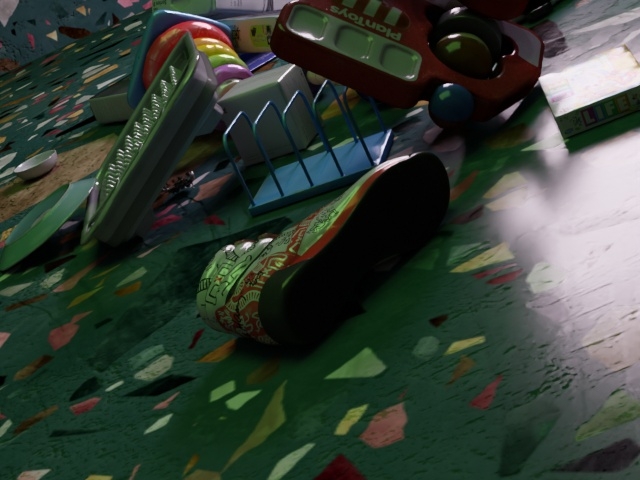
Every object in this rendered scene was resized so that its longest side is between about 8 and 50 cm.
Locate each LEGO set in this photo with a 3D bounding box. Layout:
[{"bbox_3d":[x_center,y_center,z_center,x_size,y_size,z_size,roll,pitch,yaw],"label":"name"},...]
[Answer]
[{"bbox_3d":[-0.199,-0.075,1.673,0.054,0.023,0.083,-31,7,-22],"label":"LEGO set"}]

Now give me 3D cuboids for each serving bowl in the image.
[{"bbox_3d":[-0.508,-0.132,2.162,0.083,0.027,0.083,-23,19,8],"label":"serving bowl"}]

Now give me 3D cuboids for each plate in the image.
[{"bbox_3d":[-0.395,-0.031,1.709,0.188,0.024,0.188,-37,19,14],"label":"plate"}]

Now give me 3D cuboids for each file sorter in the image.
[{"bbox_3d":[-0.015,-0.121,1.440,0.170,0.104,0.118,-17,22,19],"label":"file sorter"}]

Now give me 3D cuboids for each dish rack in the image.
[{"bbox_3d":[-0.220,-0.133,1.625,0.285,0.072,0.333,-57,17,10],"label":"dish rack"}]

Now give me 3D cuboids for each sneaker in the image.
[{"bbox_3d":[-0.001,-0.001,1.140,0.145,0.090,0.270,0,34,45],"label":"sneaker"}]

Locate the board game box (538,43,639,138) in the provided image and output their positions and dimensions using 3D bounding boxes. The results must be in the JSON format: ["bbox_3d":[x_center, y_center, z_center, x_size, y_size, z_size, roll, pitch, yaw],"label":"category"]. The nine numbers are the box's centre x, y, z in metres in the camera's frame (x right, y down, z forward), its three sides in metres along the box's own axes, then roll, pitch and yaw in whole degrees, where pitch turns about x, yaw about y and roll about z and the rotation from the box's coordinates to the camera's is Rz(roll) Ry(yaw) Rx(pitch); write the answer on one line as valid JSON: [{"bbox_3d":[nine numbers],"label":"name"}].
[{"bbox_3d":[0.295,-0.162,1.290,0.103,0.026,0.154,-21,20,11],"label":"board game box"}]

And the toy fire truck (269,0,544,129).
[{"bbox_3d":[0.107,-0.230,1.386,0.254,0.302,0.169,-71,6,-46],"label":"toy fire truck"}]

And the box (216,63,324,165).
[{"bbox_3d":[-0.067,-0.172,1.633,0.101,0.102,0.087,-15,20,26],"label":"box"}]

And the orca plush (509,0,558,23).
[{"bbox_3d":[0.233,-0.356,1.740,0.287,0.102,0.151,-23,20,7],"label":"orca plush"}]

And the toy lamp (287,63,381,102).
[{"bbox_3d":[0.039,-0.233,1.700,0.080,0.080,0.275,-34,20,-23],"label":"toy lamp"}]

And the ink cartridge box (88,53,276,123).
[{"bbox_3d":[-0.249,-0.322,2.279,0.304,0.072,0.307,-36,20,-30],"label":"ink cartridge box"}]

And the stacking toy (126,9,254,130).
[{"bbox_3d":[-0.158,-0.232,1.852,0.166,0.175,0.302,8,18,-36],"label":"stacking toy"}]

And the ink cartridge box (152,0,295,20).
[{"bbox_3d":[-0.152,-0.481,2.317,0.289,0.121,0.211,-6,5,-41],"label":"ink cartridge box"}]

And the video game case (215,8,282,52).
[{"bbox_3d":[-0.009,-0.361,2.004,0.269,0.061,0.244,-15,15,-27],"label":"video game case"}]
